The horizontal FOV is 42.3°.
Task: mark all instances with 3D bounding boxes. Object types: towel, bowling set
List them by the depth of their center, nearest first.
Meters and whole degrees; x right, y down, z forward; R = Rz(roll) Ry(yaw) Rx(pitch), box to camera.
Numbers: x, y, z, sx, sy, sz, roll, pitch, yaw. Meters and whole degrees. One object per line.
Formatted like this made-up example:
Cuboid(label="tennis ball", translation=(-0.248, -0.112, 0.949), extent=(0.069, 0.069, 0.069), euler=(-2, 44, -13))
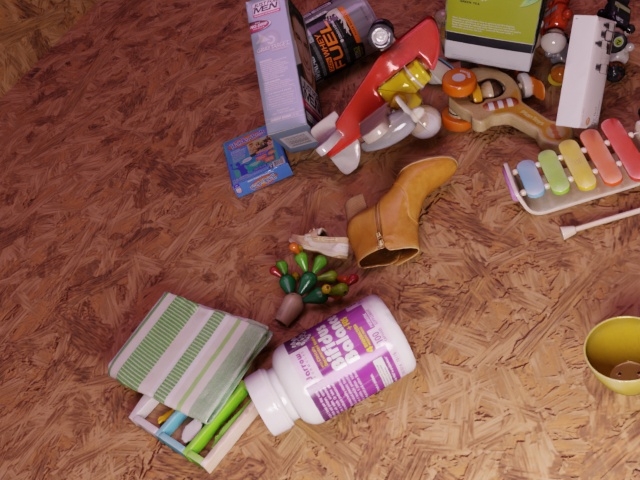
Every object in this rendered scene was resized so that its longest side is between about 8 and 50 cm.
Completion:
Cuboid(label="towel", translation=(-0.287, 0.242, 1.777), extent=(0.325, 0.038, 0.248), euler=(14, 56, 35))
Cuboid(label="bowling set", translation=(0.430, -0.510, 2.146), extent=(0.287, 0.154, 0.199), euler=(-6, 45, 21))

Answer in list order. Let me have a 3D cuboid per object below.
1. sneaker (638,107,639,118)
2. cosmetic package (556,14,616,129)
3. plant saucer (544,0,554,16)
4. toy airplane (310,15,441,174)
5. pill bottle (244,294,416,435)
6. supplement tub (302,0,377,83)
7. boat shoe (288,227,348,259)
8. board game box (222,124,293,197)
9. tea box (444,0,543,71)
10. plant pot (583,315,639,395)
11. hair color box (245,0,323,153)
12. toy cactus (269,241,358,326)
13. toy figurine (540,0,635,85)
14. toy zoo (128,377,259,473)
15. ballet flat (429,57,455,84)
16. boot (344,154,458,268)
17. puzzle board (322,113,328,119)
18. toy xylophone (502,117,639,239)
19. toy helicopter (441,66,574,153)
Cuboid(label="sneaker", translation=(0.785, -0.260, 1.769), extent=(0.081, 0.080, 0.211), euler=(-38, 44, -8))
Cuboid(label="cosmetic package", translation=(0.584, -0.367, 1.818), extent=(0.099, 0.238, 0.060), euler=(-5, 16, -45))
Cuboid(label="plant saucer", translation=(0.576, -0.694, 2.349), extent=(0.278, 0.041, 0.277), euler=(-14, 42, 13))
Cuboid(label="toy airplane", translation=(0.160, -0.316, 2.020), extent=(0.273, 0.384, 0.386), euler=(30, 65, -6))
Cuboid(label="pill bottle", translation=(0.015, 0.242, 1.571), extent=(0.302, 0.169, 0.169), euler=(-29, 41, -4))
Cuboid(label="supplement tub", translation=(0.005, -0.571, 2.391), extent=(0.316, 0.193, 0.193), euler=(-31, 41, -4))
Cuboid(label="boat shoe", translation=(0.000, 0.000, 1.890), extent=(0.170, 0.063, 0.059), euler=(15, 92, 38))
Cuboid(label="board game box", translation=(-0.172, -0.220, 2.229), extent=(0.160, 0.047, 0.210), euler=(-23, 42, 4))
Cuboid(label="tea box", translation=(0.437, -0.636, 1.956), extent=(0.220, 0.323, 0.328), euler=(13, 68, 12))
Cuboid(label="plant pot", translation=(0.522, 0.209, 1.406), extent=(0.134, 0.095, 0.134), euler=(-14, 43, 13))
Cuboid(label="hair color box", translation=(-0.088, -0.438, 2.177), extent=(0.114, 0.185, 0.374), euler=(-14, 77, 14))
Cuboid(label="toy cactus", translation=(-0.038, 0.103, 1.805), extent=(0.219, 0.112, 0.180), euler=(22, 69, 31))
Cuboid(label="toy figurine", translation=(0.633, -0.467, 1.964), extent=(0.213, 0.209, 0.148), euler=(4, 65, 22))
Cuboid(label="toy zoo", translation=(-0.268, 0.339, 1.716), extent=(0.293, 0.030, 0.192), euler=(20, 58, 39))
Cuboid(label="ballet flat", translation=(0.299, -0.467, 2.238), extent=(0.086, 0.086, 0.248), euler=(-28, 40, -2))
Cuboid(label="boot", translation=(0.198, -0.056, 1.850), extent=(0.295, 0.104, 0.211), euler=(-25, 46, 9))
Cuboid(label="puzzle board", translation=(-0.044, -0.322, 2.298), extent=(0.128, 0.011, 0.096), euler=(19, 59, 40))
Cuboid(label="toy xylophone", translation=(0.562, -0.131, 1.747), extent=(0.323, 0.081, 0.236), euler=(-23, 42, 4))
Cuboid(label="toy helicopter", translation=(0.469, -0.316, 1.979), extent=(0.235, 0.140, 0.355), euler=(-33, 52, -21))
